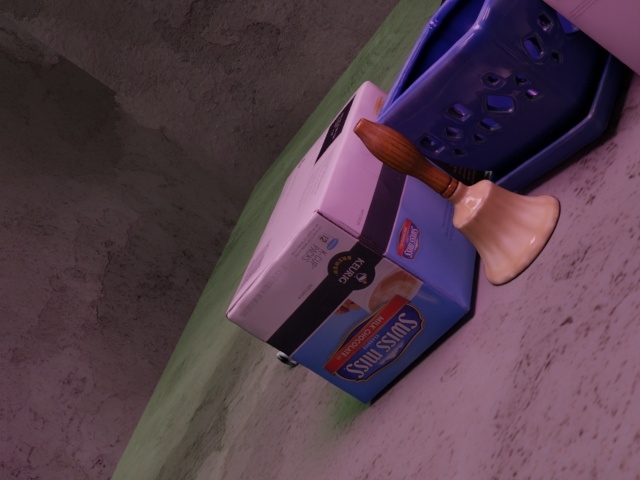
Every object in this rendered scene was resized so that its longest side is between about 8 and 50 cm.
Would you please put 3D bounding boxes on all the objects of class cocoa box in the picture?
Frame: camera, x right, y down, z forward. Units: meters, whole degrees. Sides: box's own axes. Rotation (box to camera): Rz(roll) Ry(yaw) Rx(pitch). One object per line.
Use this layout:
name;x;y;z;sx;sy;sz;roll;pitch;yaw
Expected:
cocoa box;0.063;-0.005;1.223;0.231;0.228;0.347;-49;13;35

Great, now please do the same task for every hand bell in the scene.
hand bell;0.141;-0.067;1.034;0.126;0.242;0.126;-53;11;14

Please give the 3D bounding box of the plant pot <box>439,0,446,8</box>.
plant pot;0.245;-0.262;1.361;0.188;0.187;0.167;-79;14;-63

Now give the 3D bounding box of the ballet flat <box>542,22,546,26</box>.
ballet flat;0.382;-0.367;1.294;0.280;0.095;0.096;-56;0;-25

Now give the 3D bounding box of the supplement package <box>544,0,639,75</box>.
supplement package;0.338;-0.287;0.991;0.105;0.179;0.105;-41;18;52

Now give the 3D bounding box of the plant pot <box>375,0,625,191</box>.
plant pot;0.238;-0.209;1.110;0.236;0.212;0.236;-39;20;54

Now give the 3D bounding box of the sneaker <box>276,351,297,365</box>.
sneaker;-0.038;0.187;1.616;0.098;0.038;0.069;-24;31;53
